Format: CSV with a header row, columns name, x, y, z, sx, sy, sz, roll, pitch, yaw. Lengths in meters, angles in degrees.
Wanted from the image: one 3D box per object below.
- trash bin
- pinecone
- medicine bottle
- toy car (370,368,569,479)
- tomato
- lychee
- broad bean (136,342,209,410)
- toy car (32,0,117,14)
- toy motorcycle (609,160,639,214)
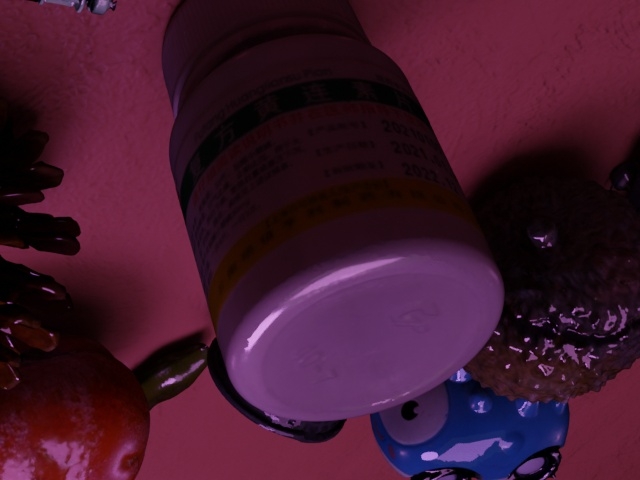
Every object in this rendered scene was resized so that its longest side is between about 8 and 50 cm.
name,x,y,z,sx,sy,sz,roll,pitch,yaw
trash bin,-0.014,0.103,1.257,0.175,0.175,0.161,12,121,-35
pinecone,-0.316,0.020,0.939,0.264,0.264,0.264,-13,142,-10
medicine bottle,-0.009,-0.050,0.910,0.208,0.340,0.208,-13,142,-10
toy car,0.191,0.202,1.438,0.255,0.188,0.190,-7,132,-12
tomato,-0.295,0.197,1.179,0.232,0.232,0.189,-5,102,-19
lychee,0.249,0.061,1.235,0.255,0.255,0.274,-19,135,-2
broad bean,-0.217,0.191,1.349,0.254,0.046,0.065,-41,145,26
toy car,-0.174,-0.234,0.847,0.073,0.054,0.143,4,132,-31
toy motorcycle,0.429,-0.066,1.288,0.173,0.108,0.307,-14,144,-18
